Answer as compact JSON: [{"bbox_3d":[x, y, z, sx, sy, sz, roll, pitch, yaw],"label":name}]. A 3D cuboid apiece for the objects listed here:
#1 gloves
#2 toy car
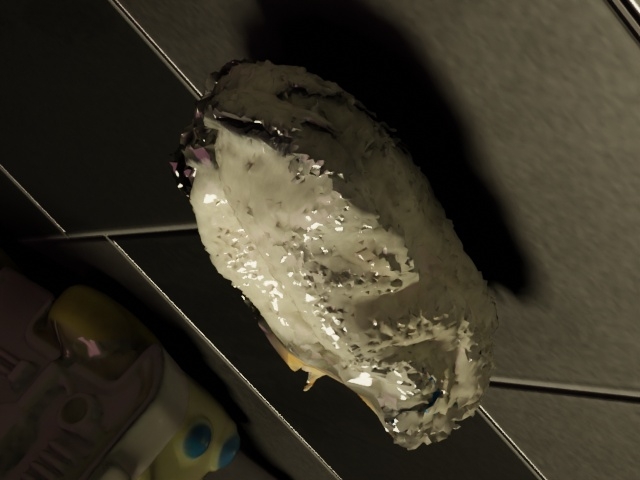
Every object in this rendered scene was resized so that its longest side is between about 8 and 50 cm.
[{"bbox_3d":[0.003,-0.002,0.554,0.114,0.070,0.153,28,157,50],"label":"gloves"},{"bbox_3d":[-0.221,0.150,1.065,0.336,0.242,0.226,21,155,42],"label":"toy car"}]
